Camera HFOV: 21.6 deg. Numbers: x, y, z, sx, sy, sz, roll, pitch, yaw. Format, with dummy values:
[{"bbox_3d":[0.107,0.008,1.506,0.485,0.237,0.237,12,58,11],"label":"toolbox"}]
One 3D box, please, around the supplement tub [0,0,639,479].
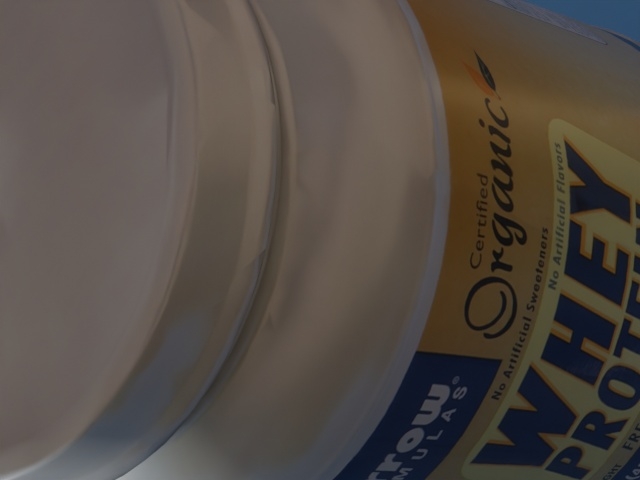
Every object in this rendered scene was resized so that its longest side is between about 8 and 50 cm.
[{"bbox_3d":[0.000,0.000,0.638,0.316,0.228,0.228,10,-144,-47],"label":"supplement tub"}]
